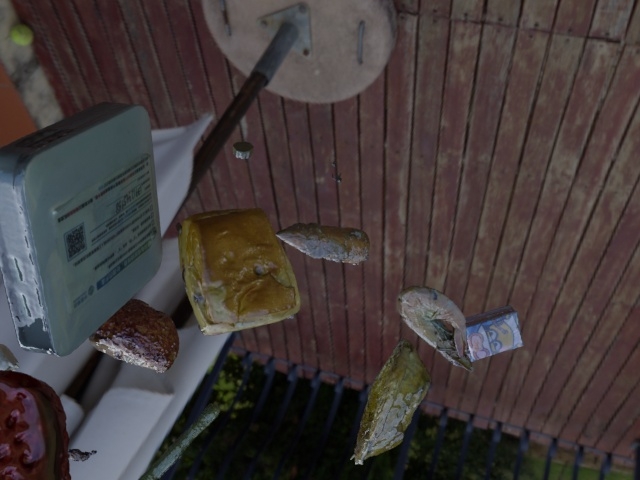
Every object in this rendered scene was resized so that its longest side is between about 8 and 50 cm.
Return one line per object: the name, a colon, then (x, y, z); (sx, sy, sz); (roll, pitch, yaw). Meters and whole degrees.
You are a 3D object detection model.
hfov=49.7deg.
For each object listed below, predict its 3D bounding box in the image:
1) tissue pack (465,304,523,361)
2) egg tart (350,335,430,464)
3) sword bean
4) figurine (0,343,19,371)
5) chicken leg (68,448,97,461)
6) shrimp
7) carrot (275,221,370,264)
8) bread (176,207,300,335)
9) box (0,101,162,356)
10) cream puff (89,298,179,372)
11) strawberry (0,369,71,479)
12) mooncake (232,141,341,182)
tissue pack: (0.470, 0.255, 1.895); (0.155, 0.065, 0.115); (-17, 110, -2)
egg tart: (0.138, 0.308, 1.295); (0.099, 0.252, 0.232); (24, 173, 6)
sword bean: (-0.317, 0.461, 1.504); (0.038, 0.269, 0.043); (43, 164, 1)
figurine: (-0.749, 0.300, 1.524); (0.098, 0.146, 0.081); (48, 170, 14)
chicken leg: (-0.682, 0.612, 1.971); (0.083, 0.036, 0.021); (6, -170, -7)
shrimp: (0.292, 0.210, 1.645); (0.145, 0.061, 0.267); (-28, 102, 37)
carrot: (0.000, 0.000, 1.705); (0.263, 0.101, 0.102); (10, 159, -37)
bread: (-0.152, 0.048, 1.286); (0.211, 0.235, 0.099); (-9, 161, -34)
box: (-0.442, -0.031, 1.308); (0.111, 0.396, 0.396); (9, 118, 16)
cream puff: (-0.465, 0.232, 1.732); (0.240, 0.163, 0.240); (13, 166, 3)
strawberry: (-0.571, 0.392, 1.191); (0.318, 0.344, 0.295); (14, 170, 5)
mooncake: (-0.080, -0.230, 1.966); (0.347, 0.150, 0.057); (23, 133, -16)
